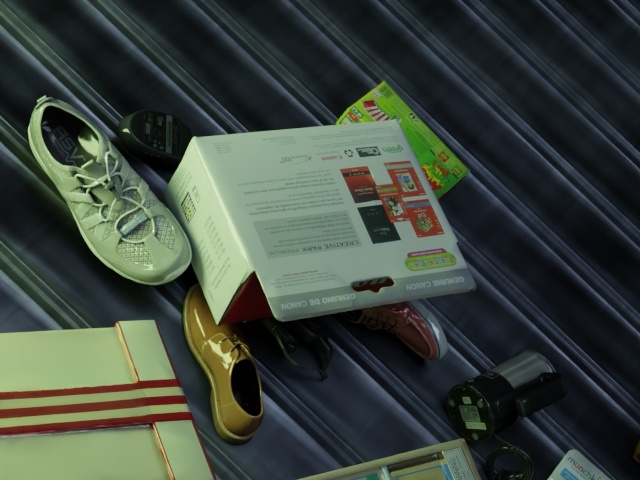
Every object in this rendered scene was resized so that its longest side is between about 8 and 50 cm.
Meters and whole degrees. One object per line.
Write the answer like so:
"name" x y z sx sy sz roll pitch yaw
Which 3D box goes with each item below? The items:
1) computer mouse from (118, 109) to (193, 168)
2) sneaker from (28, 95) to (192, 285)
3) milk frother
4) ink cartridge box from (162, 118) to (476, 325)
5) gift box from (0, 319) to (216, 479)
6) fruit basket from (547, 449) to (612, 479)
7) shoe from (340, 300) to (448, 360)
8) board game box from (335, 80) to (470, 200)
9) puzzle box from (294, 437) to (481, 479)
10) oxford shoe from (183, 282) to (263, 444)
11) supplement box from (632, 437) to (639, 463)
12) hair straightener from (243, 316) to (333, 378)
"computer mouse" -0.160 -0.112 2.033 0.242 0.041 0.071 19 53 -26
"sneaker" -0.269 -0.059 1.867 0.105 0.115 0.281 -42 79 -10
"milk frother" 0.258 0.238 2.023 0.135 0.129 0.143 -22 117 -36
"ink cartridge box" 0.000 0.000 1.924 0.309 0.130 0.272 -7 59 -32
"gift box" -0.263 0.248 1.622 0.258 0.276 0.255 -2 50 -26
"fruit basket" 0.340 0.475 1.800 0.353 0.165 0.327 44 61 -6
"shoe" 0.085 0.100 2.021 0.081 0.063 0.178 -30 74 -37
"board game box" 0.118 -0.133 2.190 0.181 0.043 0.092 47 51 4
"puzzle box" 0.132 0.454 1.837 0.272 0.052 0.409 -10 67 -32
"oxford shoe" -0.109 0.138 1.880 0.076 0.076 0.212 -7 64 -30
"supplement box" 0.650 0.307 2.124 0.356 0.194 0.195 38 50 -3
"hair straightener" -0.070 0.091 1.957 0.089 0.047 0.230 -36 87 -39
